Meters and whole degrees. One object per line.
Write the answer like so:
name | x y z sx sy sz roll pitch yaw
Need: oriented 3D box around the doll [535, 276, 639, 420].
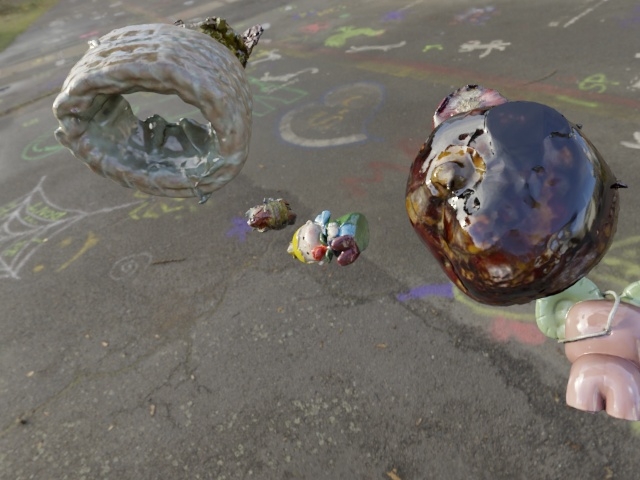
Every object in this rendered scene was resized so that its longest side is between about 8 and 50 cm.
doll | 0.603 0.206 0.898 0.283 0.269 0.216 0 -3 35

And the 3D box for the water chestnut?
water chestnut | 0.326 -0.056 0.746 0.334 0.346 0.336 -8 76 33

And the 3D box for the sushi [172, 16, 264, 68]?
sushi | -0.275 -0.462 1.066 0.179 0.167 0.296 14 23 37

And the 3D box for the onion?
onion | 0.508 -0.367 1.417 0.271 0.195 0.272 -8 62 16

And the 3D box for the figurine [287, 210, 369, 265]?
figurine | 0.004 0.014 1.103 0.234 0.128 0.185 -12 31 22

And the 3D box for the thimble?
thimble | -0.204 -0.166 0.561 0.228 0.196 0.148 16 39 -21

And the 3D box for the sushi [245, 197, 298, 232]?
sushi | -0.153 -0.080 1.306 0.102 0.097 0.226 7 12 24
